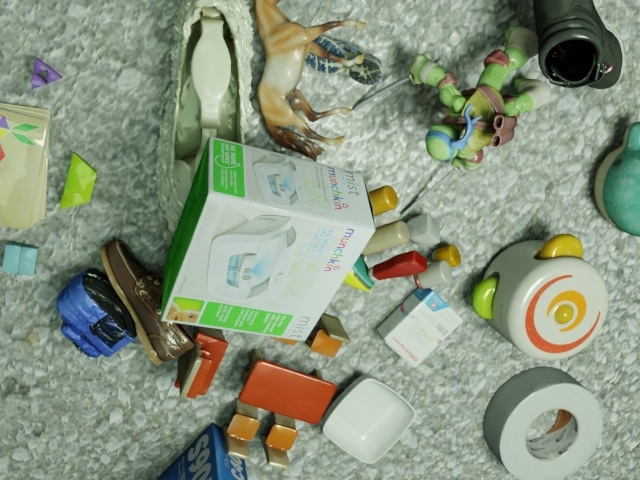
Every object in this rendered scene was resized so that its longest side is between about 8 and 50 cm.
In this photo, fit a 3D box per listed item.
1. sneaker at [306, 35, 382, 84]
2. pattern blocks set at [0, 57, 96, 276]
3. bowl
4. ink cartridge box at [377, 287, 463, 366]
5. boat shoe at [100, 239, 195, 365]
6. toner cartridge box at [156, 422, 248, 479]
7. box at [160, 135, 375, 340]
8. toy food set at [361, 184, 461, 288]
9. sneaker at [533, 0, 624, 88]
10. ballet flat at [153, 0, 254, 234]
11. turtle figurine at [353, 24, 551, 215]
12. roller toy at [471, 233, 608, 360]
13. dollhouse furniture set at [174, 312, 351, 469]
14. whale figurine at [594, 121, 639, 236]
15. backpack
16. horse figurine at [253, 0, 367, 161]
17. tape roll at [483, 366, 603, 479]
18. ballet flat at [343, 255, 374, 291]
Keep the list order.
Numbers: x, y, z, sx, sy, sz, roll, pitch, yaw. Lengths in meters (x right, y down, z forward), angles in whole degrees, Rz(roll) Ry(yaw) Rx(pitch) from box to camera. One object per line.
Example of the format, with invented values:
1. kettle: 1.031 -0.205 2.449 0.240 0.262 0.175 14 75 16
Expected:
1. sneaker: 0.034 -0.281 1.035 0.135 0.058 0.052 26 125 1
2. pattern blocks set: -0.472 -0.115 0.973 0.286 0.026 0.324 21 101 -18
3. bowl: 0.083 0.316 1.224 0.142 0.053 0.142 40 95 -21
4. ink cartridge box: 0.174 0.150 1.196 0.122 0.052 0.088 -45 111 2
5. boat shoe: -0.263 0.086 1.039 0.073 0.073 0.206 -27 93 8
6. toner cartridge box: -0.185 0.446 1.043 0.075 0.348 0.165 42 93 -20
7. box: -0.084 0.008 0.967 0.231 0.126 0.261 13 132 -20
8. toy food set: 0.131 0.013 1.118 0.105 0.111 0.232 -19 143 35
9. sneaker: 0.394 -0.274 1.028 0.296 0.105 0.146 32 56 -48
10. ballet flat: -0.169 -0.162 0.977 0.147 0.147 0.408 -1 107 -13
11. turtle figurine: 0.217 -0.214 1.070 0.266 0.275 0.197 -36 89 -22
12. roller toy: 0.395 0.104 1.184 0.209 0.146 0.191 -43 112 1
13. dollhouse furniture set: -0.101 0.235 1.111 0.259 0.135 0.261 21 101 -18
14. whale figurine: 0.613 -0.125 1.168 0.272 0.141 0.216 -45 111 2
15. backpack: -0.349 0.113 1.036 0.101 0.098 0.120 -36 112 3
16. horse figurine: -0.031 -0.242 1.004 0.175 0.066 0.263 14 117 7
17. tape roll: 0.433 0.360 1.312 0.220 0.072 0.219 -4 108 -12
18. ballet flat: 0.000 0.000 1.106 0.077 0.077 0.231 -29 110 19
